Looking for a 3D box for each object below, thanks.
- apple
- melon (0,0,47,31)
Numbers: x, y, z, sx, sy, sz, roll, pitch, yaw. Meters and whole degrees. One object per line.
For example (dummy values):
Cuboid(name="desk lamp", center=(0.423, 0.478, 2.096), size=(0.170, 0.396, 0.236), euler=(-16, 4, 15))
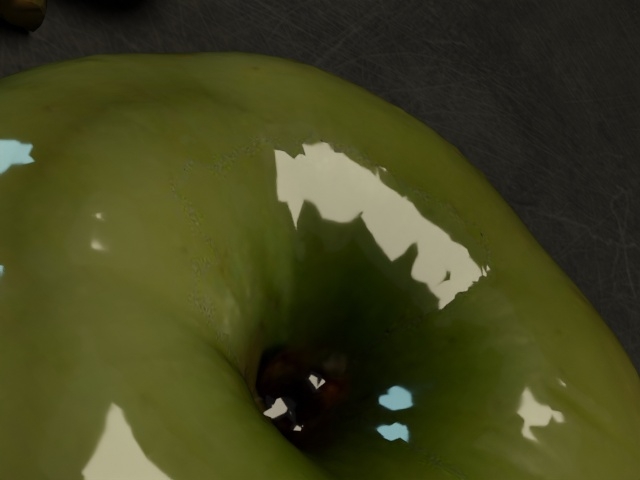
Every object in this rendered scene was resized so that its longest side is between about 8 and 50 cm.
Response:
Cuboid(name="apple", center=(-0.079, 0.150, 0.642), size=(0.474, 0.473, 0.473), euler=(32, 36, -27))
Cuboid(name="melon", center=(-0.285, -0.246, 1.117), size=(0.160, 0.079, 0.128), euler=(18, 40, -40))
